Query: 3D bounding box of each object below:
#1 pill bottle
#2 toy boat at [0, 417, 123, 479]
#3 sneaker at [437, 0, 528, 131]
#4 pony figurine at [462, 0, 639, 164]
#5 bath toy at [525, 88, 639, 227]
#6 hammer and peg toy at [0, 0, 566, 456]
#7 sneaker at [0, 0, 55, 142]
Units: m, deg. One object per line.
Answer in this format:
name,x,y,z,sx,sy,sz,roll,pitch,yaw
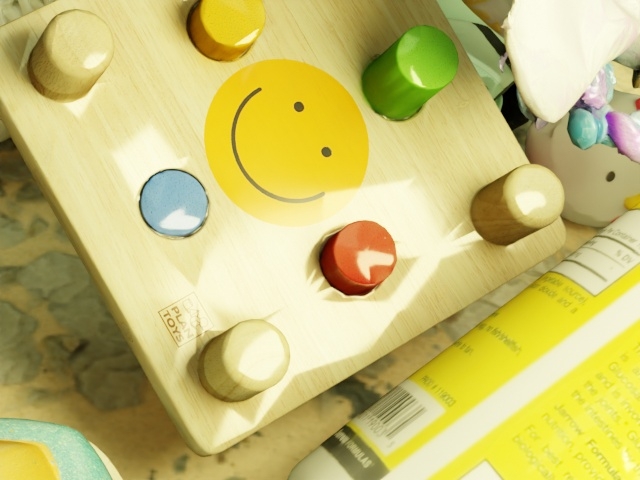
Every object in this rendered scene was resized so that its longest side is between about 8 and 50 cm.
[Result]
pill bottle,0.165,0.092,0.891,0.334,0.188,0.188,-36,53,-6
toy boat,-0.134,0.190,0.845,0.318,0.148,0.267,23,42,17
sneaker,0.041,-0.110,1.270,0.256,0.094,0.151,-18,50,-27
pony figurine,0.180,-0.180,1.021,0.303,0.351,0.363,-38,55,-9
bath toy,0.082,-0.034,1.160,0.348,0.129,0.151,-9,86,-22
hammer and peg toy,0.000,0.000,0.988,0.266,0.127,0.361,-28,88,-22
sneaker,-0.167,-0.129,1.140,0.169,0.292,0.108,-26,83,-29
